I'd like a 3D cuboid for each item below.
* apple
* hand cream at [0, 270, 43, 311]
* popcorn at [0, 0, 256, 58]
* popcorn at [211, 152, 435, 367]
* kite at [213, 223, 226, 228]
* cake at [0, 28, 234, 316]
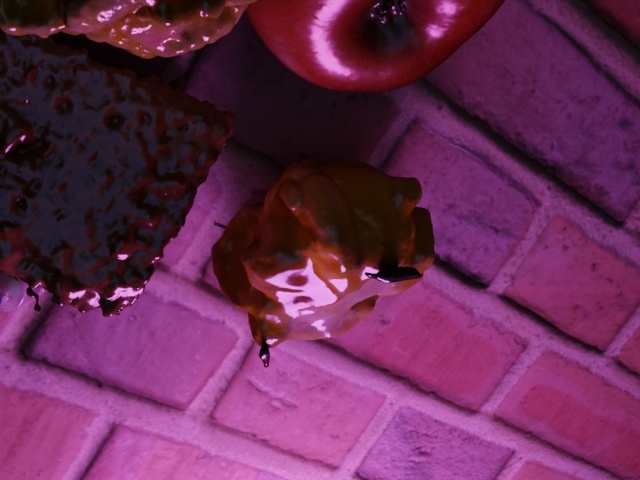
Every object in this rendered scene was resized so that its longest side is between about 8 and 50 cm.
[{"bbox_3d":[0.060,-0.332,0.797,0.348,0.277,0.348,-10,152,-5],"label":"apple"},{"bbox_3d":[-0.397,0.055,0.953,0.053,0.142,0.084,27,105,1],"label":"hand cream"},{"bbox_3d":[-0.158,-0.269,0.624,0.212,0.259,0.259,14,122,24],"label":"popcorn"},{"bbox_3d":[0.000,0.000,0.995,0.315,0.281,0.297,-16,150,5],"label":"popcorn"},{"bbox_3d":[-0.119,-0.016,1.082,0.044,0.002,0.078,-45,120,5],"label":"kite"},{"bbox_3d":[-0.282,-0.095,0.819,0.255,0.290,0.282,28,94,-26],"label":"cake"}]
